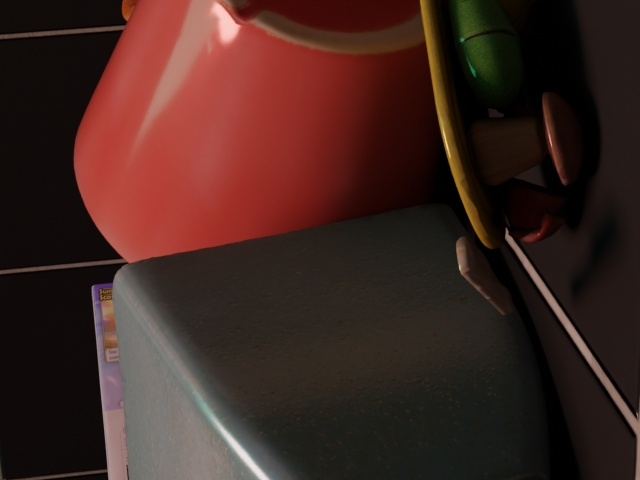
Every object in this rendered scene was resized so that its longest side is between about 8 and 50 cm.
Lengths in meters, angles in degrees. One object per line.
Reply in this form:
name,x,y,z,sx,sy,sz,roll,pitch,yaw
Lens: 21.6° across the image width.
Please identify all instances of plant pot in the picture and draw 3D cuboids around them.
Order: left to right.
plant pot,-0.024,-0.117,1.189,0.243,0.275,0.275,111,155,-49
plant pot,0.023,0.156,1.080,0.252,0.247,0.248,-129,33,-56

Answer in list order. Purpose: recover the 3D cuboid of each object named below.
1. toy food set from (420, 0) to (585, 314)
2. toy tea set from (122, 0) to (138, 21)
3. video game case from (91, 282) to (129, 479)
toy food set,0.109,-0.069,0.932,0.128,0.071,0.218,48,-149,-61
toy tea set,-0.115,-0.138,1.537,0.200,0.124,0.336,-11,57,54
video game case,-0.081,0.146,1.654,0.061,0.269,0.244,94,169,-58
